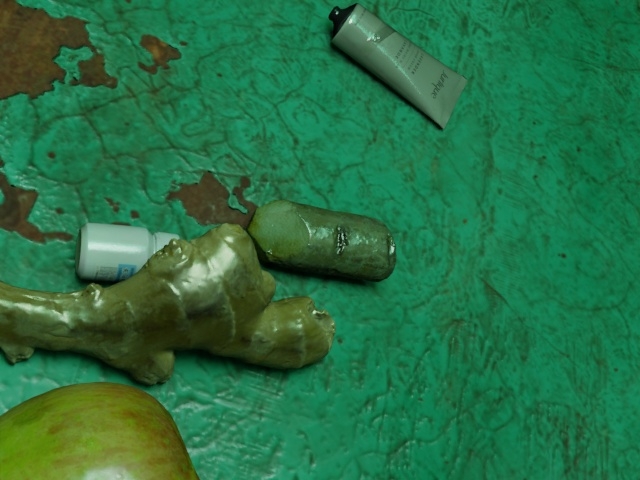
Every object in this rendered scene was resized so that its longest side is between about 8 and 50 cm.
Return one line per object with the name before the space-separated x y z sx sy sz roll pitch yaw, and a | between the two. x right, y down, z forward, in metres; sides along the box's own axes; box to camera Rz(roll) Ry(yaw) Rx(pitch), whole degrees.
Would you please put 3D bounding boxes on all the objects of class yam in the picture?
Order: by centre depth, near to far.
yam | 0.000 0.000 0.911 0.147 0.069 0.069 11 59 -19

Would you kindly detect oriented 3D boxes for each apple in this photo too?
apple | -0.171 0.200 0.655 0.196 0.196 0.195 10 59 -18

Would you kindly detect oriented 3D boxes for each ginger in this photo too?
ginger | -0.140 0.060 0.799 0.334 0.147 0.081 -3 34 -17

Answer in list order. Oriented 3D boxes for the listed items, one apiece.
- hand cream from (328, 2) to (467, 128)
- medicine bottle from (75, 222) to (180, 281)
hand cream | 0.088 -0.214 1.085 0.186 0.054 0.087 34 59 -10
medicine bottle | -0.176 0.013 0.838 0.089 0.052 0.052 5 61 -21
